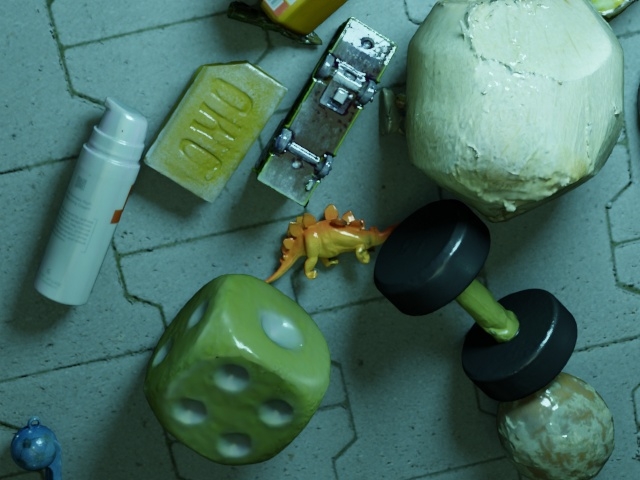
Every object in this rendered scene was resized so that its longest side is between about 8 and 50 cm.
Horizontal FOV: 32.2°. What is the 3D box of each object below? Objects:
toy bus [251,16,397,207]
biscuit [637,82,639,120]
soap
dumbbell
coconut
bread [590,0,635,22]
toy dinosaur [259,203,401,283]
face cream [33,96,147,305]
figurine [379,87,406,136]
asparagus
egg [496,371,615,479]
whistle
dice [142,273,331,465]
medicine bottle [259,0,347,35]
[{"bbox_3d":[0.004,-0.209,1.808,0.113,0.139,0.301,30,93,-12],"label":"toy bus"},{"bbox_3d":[0.694,-0.247,1.866,0.332,0.103,0.332,-1,105,-4],"label":"biscuit"},{"bbox_3d":[-0.174,-0.193,1.826,0.140,0.073,0.232,32,100,-17],"label":"soap"},{"bbox_3d":[0.259,0.102,1.853,0.204,0.204,0.322,-43,114,8],"label":"dumbbell"},{"bbox_3d":[0.300,-0.206,1.729,0.346,0.346,0.360,-5,104,-3],"label":"coconut"},{"bbox_3d":[0.464,-0.469,1.779,0.186,0.124,0.257,30,102,-5],"label":"bread"},{"bbox_3d":[0.000,0.000,1.898,0.288,0.070,0.117,-15,109,3],"label":"toy dinosaur"},{"bbox_3d":[-0.374,-0.064,1.833,0.102,0.102,0.345,22,104,-10],"label":"face cream"},{"bbox_3d":[0.126,-0.215,1.864,0.051,0.047,0.083,-5,99,-19],"label":"figurine"},{"bbox_3d":[-0.072,-0.351,1.808,0.165,0.036,0.030,19,112,-10],"label":"asparagus"},{"bbox_3d":[0.410,0.327,1.952,0.203,0.203,0.245,-40,126,7],"label":"egg"},{"bbox_3d":[-0.504,0.383,1.957,0.090,0.090,0.158,2,106,-5],"label":"whistle"},{"bbox_3d":[-0.138,0.217,1.849,0.238,0.227,0.233,35,115,-17],"label":"dice"},{"bbox_3d":[0.004,-0.431,1.711,0.222,0.149,0.112,-39,79,15],"label":"medicine bottle"}]
